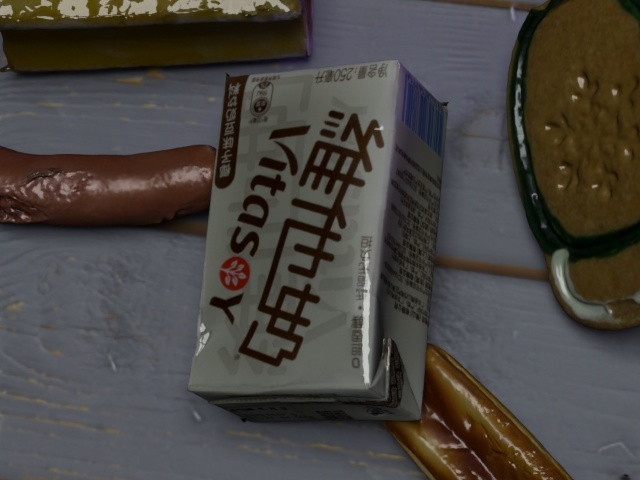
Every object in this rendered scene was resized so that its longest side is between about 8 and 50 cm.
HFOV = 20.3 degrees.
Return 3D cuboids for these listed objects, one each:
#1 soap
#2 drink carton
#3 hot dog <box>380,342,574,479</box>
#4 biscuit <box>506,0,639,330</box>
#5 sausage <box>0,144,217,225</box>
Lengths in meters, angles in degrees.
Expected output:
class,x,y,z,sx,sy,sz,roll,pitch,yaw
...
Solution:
class,x,y,z,sx,sy,sz,roll,pitch,yaw
soap,-0.174,-0.330,1.823,0.335,0.156,0.293,-3,68,5
drink carton,0.000,-0.001,1.674,0.194,0.132,0.325,-4,70,28
hot dog,0.146,0.198,1.651,0.100,0.068,0.249,-46,69,6
biscuit,0.291,-0.098,1.651,0.287,0.057,0.344,-25,68,45
sausage,-0.251,-0.057,1.778,0.326,0.079,0.087,2,82,8
